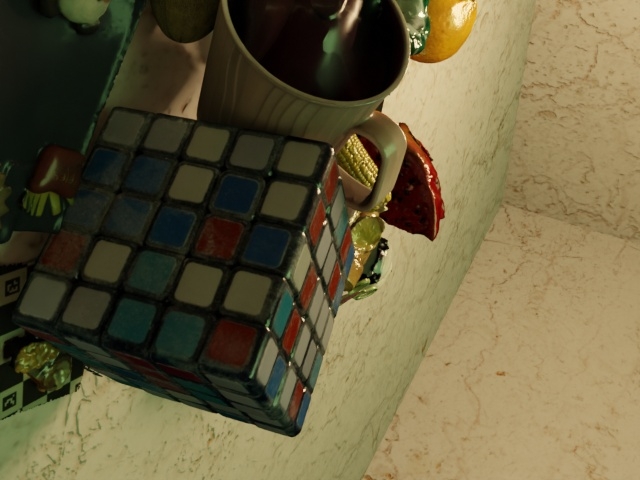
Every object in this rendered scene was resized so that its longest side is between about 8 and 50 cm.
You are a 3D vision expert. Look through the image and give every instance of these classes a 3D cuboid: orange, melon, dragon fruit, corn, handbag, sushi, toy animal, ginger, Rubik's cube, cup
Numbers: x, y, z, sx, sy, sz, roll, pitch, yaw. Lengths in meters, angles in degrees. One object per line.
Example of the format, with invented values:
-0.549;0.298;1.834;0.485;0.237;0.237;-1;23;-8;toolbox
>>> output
0.245;-0.501;1.514;0.219;0.193;0.219;-24;125;-40;orange
-0.157;-0.306;0.834;0.098;0.098;0.131;-28;142;-59;melon
0.149;-0.159;1.620;0.330;0.240;0.303;-78;155;-78;dragon fruit
0.062;-0.153;1.360;0.238;0.080;0.080;54;45;-12;corn
-0.310;-0.142;0.583;0.303;0.121;0.330;-2;111;-67;handbag
-0.331;0.125;0.855;0.192;0.040;0.210;-12;119;-65;sushi
0.122;0.043;1.728;0.166;0.138;0.179;-68;160;-11;toy animal
0.056;-0.013;1.467;0.123;0.218;0.270;45;62;-22;ginger
-0.137;0.046;0.852;0.292;0.286;0.293;75;31;-62;Rubik's cube
-0.010;-0.189;0.865;0.273;0.288;0.208;133;-23;-63;cup

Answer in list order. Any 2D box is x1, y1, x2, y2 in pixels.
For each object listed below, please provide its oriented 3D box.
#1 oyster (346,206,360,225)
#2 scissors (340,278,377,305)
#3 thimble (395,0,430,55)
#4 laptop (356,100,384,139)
0.000;0.000;1.309;0.222;0.214;0.083;-35;109;-14;oyster
0.046;0.146;1.645;0.187;0.020;0.133;-27;158;6;scissors
0.061;-0.403;1.077;0.288;0.167;0.254;0;82;-65;thimble
0.107;-0.260;1.612;0.135;0.016;0.197;-30;137;-59;laptop
